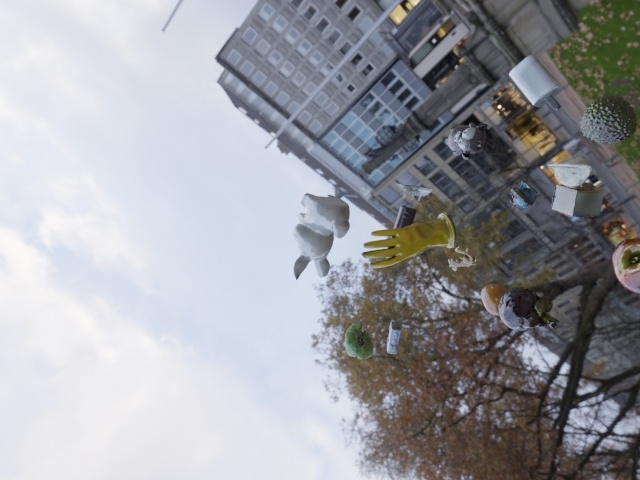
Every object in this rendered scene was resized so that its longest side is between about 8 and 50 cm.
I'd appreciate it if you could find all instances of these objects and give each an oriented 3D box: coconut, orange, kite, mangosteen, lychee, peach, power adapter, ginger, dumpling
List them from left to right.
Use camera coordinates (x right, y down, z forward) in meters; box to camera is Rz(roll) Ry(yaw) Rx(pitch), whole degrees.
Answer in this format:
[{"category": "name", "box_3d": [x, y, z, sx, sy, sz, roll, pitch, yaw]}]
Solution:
[{"category": "coconut", "box_3d": [0.168, 0.453, 1.812, 0.158, 0.133, 0.055, 50, 165, 8]}, {"category": "kite", "box_3d": [0.373, -0.192, 1.663, 0.141, 0.015, 0.245, 15, 178, 11]}, {"category": "ginger", "box_3d": [0.771, 0.112, 2.226, 0.052, 0.176, 0.193, -46, -51, -22]}, {"category": "orange", "box_3d": [0.851, 0.283, 1.988, 0.156, 0.124, 0.156, 49, -154, -33]}, {"category": "mangosteen", "box_3d": [0.745, 0.252, 1.492, 0.172, 0.183, 0.173, 0, -90, -76]}, {"category": "power adapter", "box_3d": [0.989, -0.691, 1.849, 0.186, 0.124, 0.256, -16, -108, -49]}, {"category": "dumpling", "box_3d": [1.000, -0.287, 1.660, 0.154, 0.181, 0.112, 17, -114, 11]}, {"category": "lychee", "box_3d": [0.967, -0.400, 1.375, 0.171, 0.171, 0.171, 34, -148, -26]}, {"category": "peach", "box_3d": [1.408, 0.115, 1.752, 0.274, 0.246, 0.248, 12, -171, -18]}]

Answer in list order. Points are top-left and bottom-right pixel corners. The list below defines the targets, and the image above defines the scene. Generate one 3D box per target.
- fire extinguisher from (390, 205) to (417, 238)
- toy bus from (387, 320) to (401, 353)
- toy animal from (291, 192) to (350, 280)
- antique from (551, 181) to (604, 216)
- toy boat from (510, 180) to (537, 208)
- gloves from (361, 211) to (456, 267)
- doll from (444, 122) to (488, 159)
[{"category": "fire extinguisher", "box_3d": [0.334, -0.017, 1.750, 0.072, 0.268, 0.089, 6, -162, -25]}, {"category": "toy bus", "box_3d": [0.378, 0.498, 2.100, 0.063, 0.191, 0.075, 5, -147, 5]}, {"category": "toy animal", "box_3d": [-0.003, -0.008, 1.722, 0.195, 0.368, 0.241, 4, -149, -34]}, {"category": "antique", "box_3d": [1.178, -0.193, 1.885, 0.151, 0.148, 0.147, -3, -160, -9]}, {"category": "toy boat", "box_3d": [0.628, -0.148, 1.289, 0.077, 0.075, 0.185, 41, -152, 7]}, {"category": "gloves", "box_3d": [0.270, 0.001, 1.308, 0.116, 0.293, 0.133, -113, 9, -70]}, {"category": "doll", "box_3d": [0.699, -0.489, 1.975, 0.117, 0.182, 0.257, 20, -163, -16]}]
